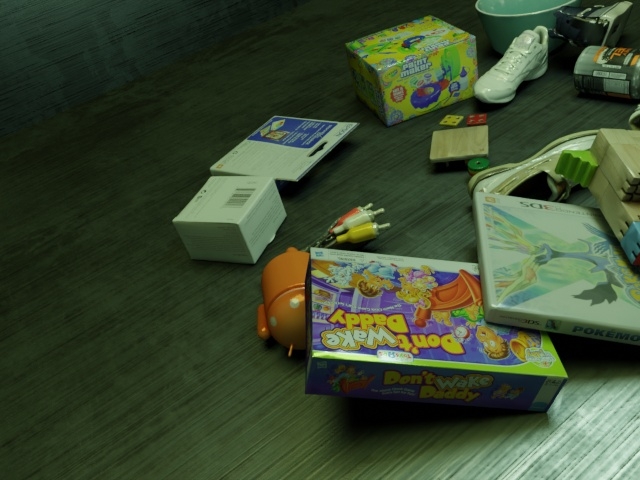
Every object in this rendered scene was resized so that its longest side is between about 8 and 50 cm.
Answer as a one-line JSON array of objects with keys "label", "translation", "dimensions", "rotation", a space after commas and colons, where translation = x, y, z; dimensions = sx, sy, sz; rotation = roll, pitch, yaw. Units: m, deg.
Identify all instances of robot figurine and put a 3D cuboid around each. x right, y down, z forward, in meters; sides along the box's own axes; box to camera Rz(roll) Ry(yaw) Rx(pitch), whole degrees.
[{"label": "robot figurine", "translation": [-0.038, 0.104, 1.008], "dimensions": [0.158, 0.128, 0.219], "rotation": [-5, 35, -8]}]

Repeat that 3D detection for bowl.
[{"label": "bowl", "translation": [0.641, -0.670, 1.726], "dimensions": [0.312, 0.163, 0.311], "rotation": [-11, 37, 9]}]

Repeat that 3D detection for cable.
[{"label": "cable", "translation": [0.000, 0.000, 1.178], "dimensions": [0.287, 0.072, 0.139], "rotation": [-22, 31, -6]}]

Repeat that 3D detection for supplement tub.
[{"label": "supplement tub", "translation": [0.741, -0.414, 1.388], "dimensions": [0.117, 0.117, 0.190], "rotation": [-39, 41, -27]}]

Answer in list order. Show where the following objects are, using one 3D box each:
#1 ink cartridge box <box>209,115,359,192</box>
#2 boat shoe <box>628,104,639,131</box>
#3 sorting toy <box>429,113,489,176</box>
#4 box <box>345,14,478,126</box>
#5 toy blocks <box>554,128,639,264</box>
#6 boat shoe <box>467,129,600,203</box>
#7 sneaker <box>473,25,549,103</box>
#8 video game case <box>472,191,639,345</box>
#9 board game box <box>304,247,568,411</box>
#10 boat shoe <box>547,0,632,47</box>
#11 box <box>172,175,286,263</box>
[{"label": "ink cartridge box", "translation": [-0.092, -0.236, 1.534], "dimensions": [0.307, 0.072, 0.303], "rotation": [15, 46, 33]}, {"label": "boat shoe", "translation": [0.723, -0.268, 1.218], "dimensions": [0.096, 0.098, 0.277], "rotation": [1, 41, 22]}, {"label": "sorting toy", "translation": [0.338, -0.225, 1.359], "dimensions": [0.132, 0.046, 0.274], "rotation": [-3, 39, 18]}, {"label": "box", "translation": [0.263, -0.505, 1.649], "dimensions": [0.290, 0.177, 0.279], "rotation": [-20, 36, -5]}, {"label": "toy blocks", "translation": [0.623, -0.065, 0.917], "dimensions": [0.382, 0.190, 0.261], "rotation": [2, 43, -3]}, {"label": "boat shoe", "translation": [0.458, -0.121, 1.131], "dimensions": [0.302, 0.113, 0.103], "rotation": [-23, 36, 10]}, {"label": "sneaker", "translation": [0.519, -0.483, 1.534], "dimensions": [0.114, 0.152, 0.305], "rotation": [33, 58, 31]}, {"label": "video game case", "translation": [0.408, 0.033, 0.914], "dimensions": [0.300, 0.036, 0.329], "rotation": [8, 37, 5]}, {"label": "board game box", "translation": [0.152, 0.126, 0.843], "dimensions": [0.347, 0.078, 0.233], "rotation": [6, 36, -6]}, {"label": "boat shoe", "translation": [0.753, -0.612, 1.568], "dimensions": [0.158, 0.127, 0.340], "rotation": [27, 34, 25]}, {"label": "box", "translation": [-0.202, -0.051, 1.286], "dimensions": [0.182, 0.119, 0.181], "rotation": [3, 40, 26]}]
